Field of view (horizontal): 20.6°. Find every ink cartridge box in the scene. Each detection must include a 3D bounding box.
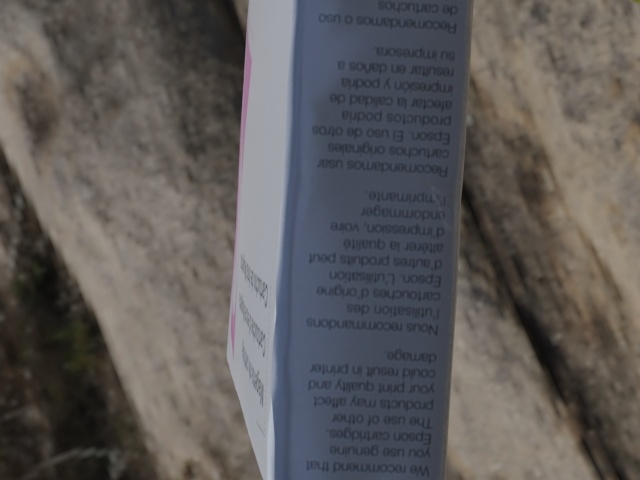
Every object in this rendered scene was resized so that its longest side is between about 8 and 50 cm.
[{"bbox_3d":[0.000,0.000,0.707,0.324,0.071,0.330,-149,64,-84],"label":"ink cartridge box"}]

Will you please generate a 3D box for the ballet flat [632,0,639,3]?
[{"bbox_3d":[0.169,-0.188,0.702,0.077,0.077,0.231,22,135,18],"label":"ballet flat"}]
